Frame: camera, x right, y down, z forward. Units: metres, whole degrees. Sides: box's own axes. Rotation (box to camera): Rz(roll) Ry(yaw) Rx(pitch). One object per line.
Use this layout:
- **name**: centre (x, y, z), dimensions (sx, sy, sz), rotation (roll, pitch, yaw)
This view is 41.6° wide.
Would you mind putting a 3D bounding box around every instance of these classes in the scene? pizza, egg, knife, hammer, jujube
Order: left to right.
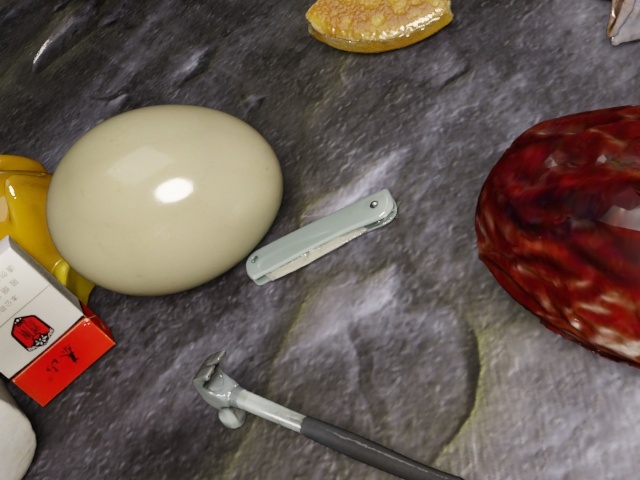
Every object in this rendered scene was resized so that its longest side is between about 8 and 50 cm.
- **egg**: centre (-0.153, -0.041, 0.835), dimensions (0.242, 0.186, 0.186), rotation (-17, 47, 10)
- **knife**: centre (0.000, 0.000, 0.817), dimensions (0.162, 0.023, 0.044), rotation (-26, 42, 13)
- **hammer**: centre (0.001, 0.147, 0.655), dimensions (0.246, 0.103, 0.029), rotation (15, 58, 32)
- **pizza**: centre (0.073, -0.272, 0.962), dimensions (0.175, 0.046, 0.134), rotation (11, 76, 23)
- **jujube**: centre (0.226, -0.007, 0.567), dimensions (0.243, 0.183, 0.183), rotation (24, 70, 42)

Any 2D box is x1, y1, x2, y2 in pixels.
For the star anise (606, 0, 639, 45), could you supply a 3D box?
- **star anise**: centre (0.352, -0.257, 0.763), dimensions (0.236, 0.093, 0.229), rotation (-8, 45, 23)

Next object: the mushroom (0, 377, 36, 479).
- **mushroom**: centre (-0.435, 0.135, 0.885), dimensions (0.126, 0.177, 0.397), rotation (-35, 36, -30)

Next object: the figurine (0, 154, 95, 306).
- **figurine**: centre (-0.357, -0.015, 0.938), dimensions (0.228, 0.215, 0.215), rotation (-4, 53, 28)

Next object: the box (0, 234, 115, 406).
- **box**: centre (-0.296, 0.082, 0.846), dimensions (0.100, 0.152, 0.048), rotation (-40, 28, -1)
